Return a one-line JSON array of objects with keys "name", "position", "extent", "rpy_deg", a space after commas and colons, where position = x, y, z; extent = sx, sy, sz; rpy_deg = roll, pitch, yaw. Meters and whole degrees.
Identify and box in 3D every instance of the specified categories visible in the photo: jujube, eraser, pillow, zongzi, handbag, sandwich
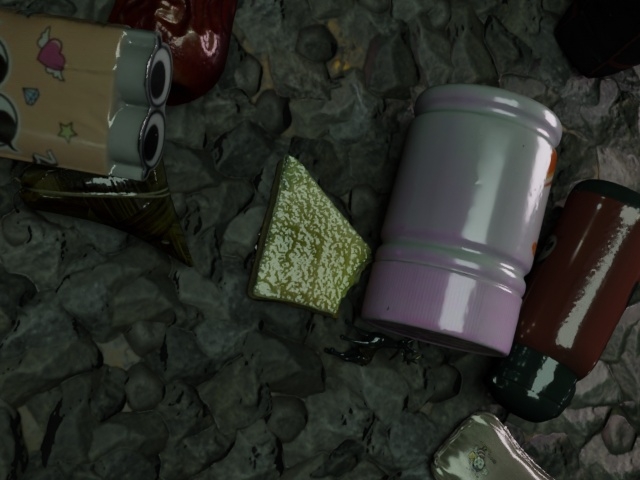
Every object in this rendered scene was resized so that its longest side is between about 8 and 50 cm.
[{"name": "jujube", "position": [-0.179, -0.285, 1.108], "extent": [0.155, 0.155, 0.230], "rpy_deg": [21, 70, -12]}, {"name": "eraser", "position": [-0.324, -0.177, 1.021], "extent": [0.290, 0.087, 0.171], "rpy_deg": [10, 104, 9]}, {"name": "pillow", "position": [0.261, 0.346, 1.220], "extent": [0.233, 0.038, 0.130], "rpy_deg": [47, 72, -4]}, {"name": "zongzi", "position": [-0.270, -0.027, 1.095], "extent": [0.187, 0.084, 0.184], "rpy_deg": [-18, 100, -9]}, {"name": "handbag", "position": [0.462, -0.341, 1.253], "extent": [0.169, 0.215, 0.155], "rpy_deg": [-27, 84, -20]}, {"name": "sandwich", "position": [0.000, 0.000, 1.174], "extent": [0.162, 0.058, 0.193], "rpy_deg": [15, 79, -15]}]

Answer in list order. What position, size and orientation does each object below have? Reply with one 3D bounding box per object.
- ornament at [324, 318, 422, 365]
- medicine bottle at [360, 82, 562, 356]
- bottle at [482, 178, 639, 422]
[{"name": "ornament", "position": [0.075, 0.147, 1.178], "extent": [0.125, 0.073, 0.028], "rpy_deg": [15, 42, -17]}, {"name": "medicine bottle", "position": [0.184, -0.023, 1.149], "extent": [0.202, 0.202, 0.316], "rpy_deg": [19, 80, -13]}, {"name": "bottle", "position": [0.342, 0.089, 1.218], "extent": [0.144, 0.144, 0.336], "rpy_deg": [33, 80, -10]}]
